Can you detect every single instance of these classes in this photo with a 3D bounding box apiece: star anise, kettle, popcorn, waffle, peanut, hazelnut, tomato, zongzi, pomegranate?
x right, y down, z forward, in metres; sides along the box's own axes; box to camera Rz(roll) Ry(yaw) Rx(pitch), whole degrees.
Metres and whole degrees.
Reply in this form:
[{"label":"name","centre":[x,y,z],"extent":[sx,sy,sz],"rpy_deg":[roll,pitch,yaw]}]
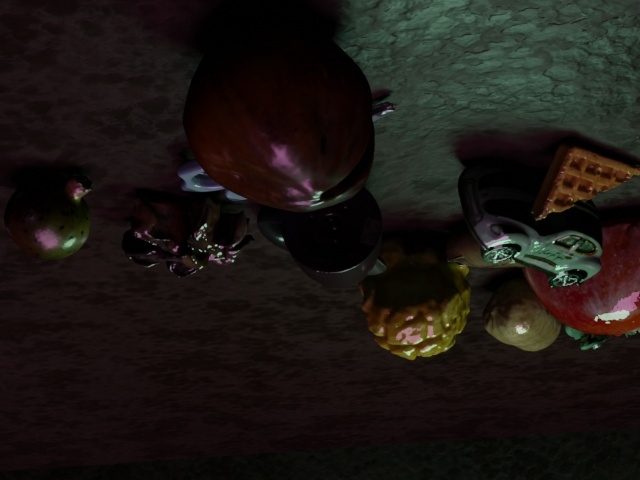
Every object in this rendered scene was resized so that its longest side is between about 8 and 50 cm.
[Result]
[{"label":"star anise","centre":[-0.207,-0.002,1.909],"extent":[0.214,0.099,0.220],"rpy_deg":[-13,158,23]},{"label":"kettle","centre":[0.000,0.000,1.901],"extent":[0.202,0.144,0.232],"rpy_deg":[11,167,6]},{"label":"popcorn","centre":[0.147,0.094,2.111],"extent":[0.203,0.226,0.200],"rpy_deg":[23,146,19]},{"label":"waffle","centre":[0.391,-0.068,1.814],"extent":[0.191,0.125,0.032],"rpy_deg":[15,-170,-39]},{"label":"peanut","centre":[0.381,0.143,2.372],"extent":[0.137,0.122,0.253],"rpy_deg":[0,167,25]},{"label":"hazelnut","centre":[-0.046,-0.133,1.424],"extent":[0.217,0.217,0.251],"rpy_deg":[-8,152,13]},{"label":"tomato","centre":[0.482,0.077,2.126],"extent":[0.309,0.170,0.309],"rpy_deg":[-4,159,-1]},{"label":"zongzi","centre":[0.308,0.015,2.045],"extent":[0.176,0.078,0.160],"rpy_deg":[18,160,-32]},{"label":"pomegranate","centre":[-0.381,-0.037,1.779],"extent":[0.130,0.130,0.130],"rpy_deg":[-3,160,-1]}]

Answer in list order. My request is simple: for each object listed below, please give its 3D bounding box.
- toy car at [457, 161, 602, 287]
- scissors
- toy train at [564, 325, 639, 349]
[{"label":"toy car","centre":[0.327,-0.031,1.865],"extent":[0.125,0.136,0.306],"rpy_deg":[-28,148,33]},{"label":"scissors","centre":[-0.035,-0.123,1.709],"extent":[0.360,0.029,0.191],"rpy_deg":[-23,156,39]},{"label":"toy train","centre":[0.569,0.121,2.364],"extent":[0.157,0.105,0.253],"rpy_deg":[-24,173,-30]}]
